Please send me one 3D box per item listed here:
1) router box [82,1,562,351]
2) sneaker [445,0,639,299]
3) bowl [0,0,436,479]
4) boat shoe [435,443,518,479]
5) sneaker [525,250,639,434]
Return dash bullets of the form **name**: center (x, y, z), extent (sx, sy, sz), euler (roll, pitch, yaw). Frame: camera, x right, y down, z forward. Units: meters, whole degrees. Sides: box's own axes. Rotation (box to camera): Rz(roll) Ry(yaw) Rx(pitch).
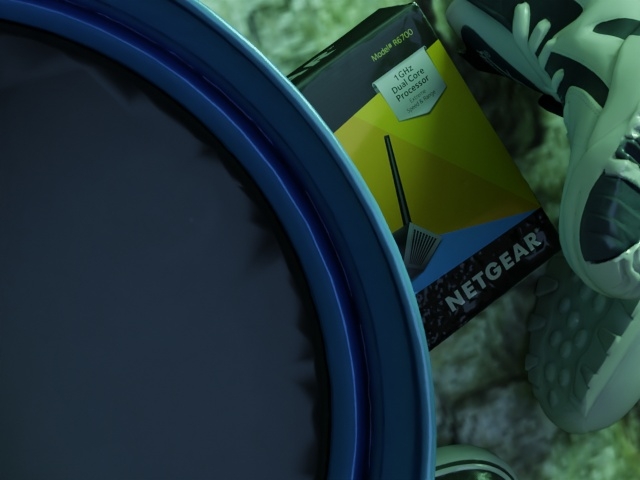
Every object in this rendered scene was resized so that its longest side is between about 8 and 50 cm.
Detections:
- **router box**: center (0.000, 0.000, 0.769), extent (0.179, 0.046, 0.133), euler (-37, 104, -13)
- **sneaker**: center (0.111, -0.066, 0.739), extent (0.094, 0.153, 0.235), euler (42, 54, -33)
- **bowl**: center (-0.155, 0.074, 0.670), extent (0.391, 0.077, 0.391), euler (0, 91, -8)
- **boat shoe**: center (0.011, 0.175, 0.772), extent (0.219, 0.070, 0.078), euler (-39, 105, -13)
- **sneaker**: center (0.177, -0.011, 0.813), extent (0.094, 0.090, 0.235), euler (29, 86, -28)
